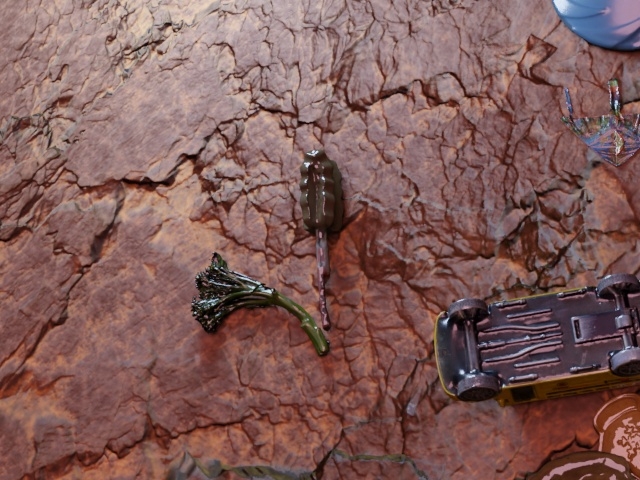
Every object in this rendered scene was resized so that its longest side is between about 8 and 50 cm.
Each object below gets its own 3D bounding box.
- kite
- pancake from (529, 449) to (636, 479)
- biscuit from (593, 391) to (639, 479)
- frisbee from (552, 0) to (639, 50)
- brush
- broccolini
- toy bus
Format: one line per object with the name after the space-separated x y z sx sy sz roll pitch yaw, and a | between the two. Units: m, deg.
0.471 -0.190 1.908 0.182 0.010 0.160 -4 68 18 | kite
0.388 0.410 1.670 0.222 0.042 0.236 -24 72 6 | pancake
0.447 0.294 1.717 0.118 0.023 0.140 -41 63 -1 | biscuit
0.521 -0.448 1.972 0.289 0.049 0.290 -7 68 16 | frisbee
0.000 0.000 1.959 0.071 0.084 0.301 -6 73 15 | brush
-0.107 0.131 1.958 0.271 0.062 0.123 30 91 23 | broccolini
0.338 0.156 1.739 0.330 0.152 0.144 -11 61 12 | toy bus
